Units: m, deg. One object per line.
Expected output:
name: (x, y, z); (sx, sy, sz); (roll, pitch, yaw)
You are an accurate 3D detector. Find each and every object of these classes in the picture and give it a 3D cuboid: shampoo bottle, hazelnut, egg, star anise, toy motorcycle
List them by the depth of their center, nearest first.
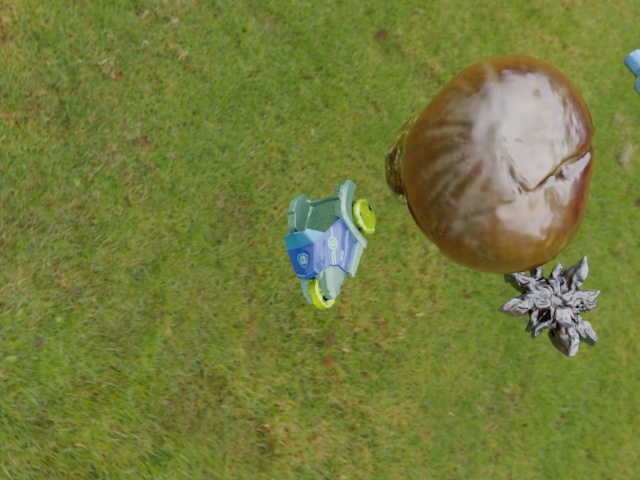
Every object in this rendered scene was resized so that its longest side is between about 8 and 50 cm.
hazelnut: (0.286, -0.116, 1.151); (0.315, 0.372, 0.373); (-8, 83, 12)
star anise: (0.510, 0.134, 1.557); (0.282, 0.129, 0.212); (39, 67, 3)
toy motorcycle: (0.000, 0.000, 1.760); (0.200, 0.191, 0.327); (53, 35, -33)
shampoo bottle: (0.848, -0.374, 1.764); (0.061, 0.104, 0.258); (-12, 58, -21)
egg: (0.286, -0.208, 1.817); (0.238, 0.238, 0.290); (-5, 116, -29)
